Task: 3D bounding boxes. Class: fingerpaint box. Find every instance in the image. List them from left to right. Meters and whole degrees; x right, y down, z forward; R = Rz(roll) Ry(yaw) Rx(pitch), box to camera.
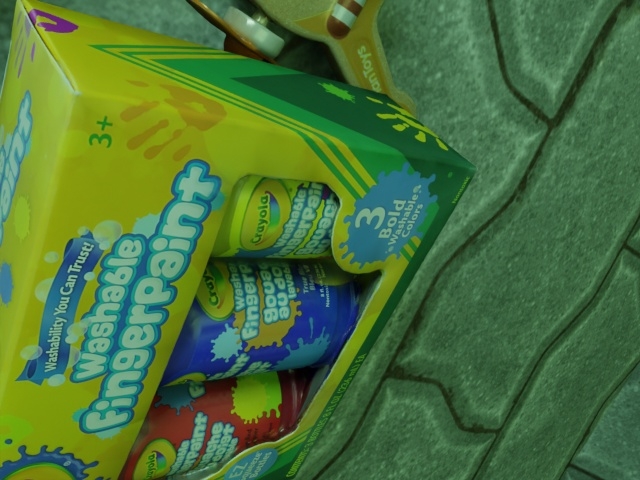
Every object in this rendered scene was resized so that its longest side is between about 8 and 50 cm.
[{"bbox_3d":[-0.117,0.063,0.586,0.371,0.163,0.445,3,124,-41],"label":"fingerpaint box"}]

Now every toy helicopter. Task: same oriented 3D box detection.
[{"bbox_3d":[0.009,-0.211,0.626,0.235,0.140,0.355,-40,134,-10],"label":"toy helicopter"}]
